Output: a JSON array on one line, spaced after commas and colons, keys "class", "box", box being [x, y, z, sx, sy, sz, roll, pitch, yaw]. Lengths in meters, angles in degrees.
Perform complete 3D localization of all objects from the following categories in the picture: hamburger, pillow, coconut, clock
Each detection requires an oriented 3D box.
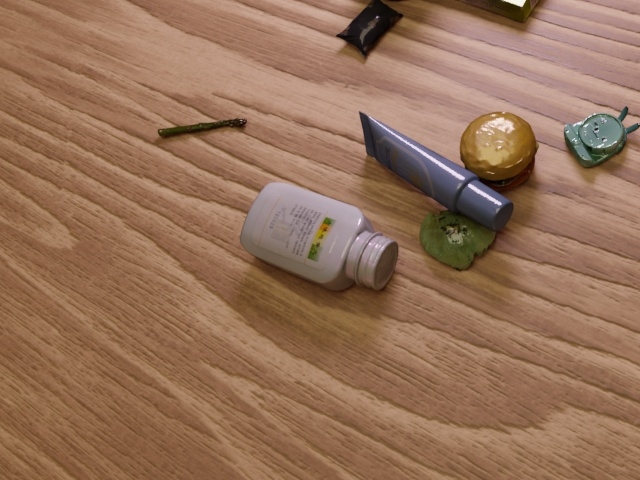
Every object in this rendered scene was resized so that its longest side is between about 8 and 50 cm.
[{"class": "hamburger", "box": [0.365, -0.184, 1.505, 0.162, 0.115, 0.162, -6, 68, 16]}, {"class": "pillow", "box": [0.120, -0.522, 1.776, 0.150, 0.048, 0.090, -47, 58, -6]}, {"class": "coconut", "box": [0.277, -0.007, 1.498, 0.158, 0.055, 0.133, -7, 64, 18]}, {"class": "clock", "box": [0.571, -0.216, 1.486, 0.135, 0.041, 0.101, -27, 62, 7]}]

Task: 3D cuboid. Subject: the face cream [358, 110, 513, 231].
[{"class": "face cream", "box": [0.223, -0.141, 1.515, 0.086, 0.135, 0.385, -41, 56, -18]}]

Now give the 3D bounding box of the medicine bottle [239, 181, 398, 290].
[{"class": "medicine bottle", "box": [0.000, 0.000, 1.558, 0.324, 0.124, 0.179, 20, 77, 28]}]

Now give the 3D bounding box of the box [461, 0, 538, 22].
[{"class": "box", "box": [0.404, -0.631, 1.712, 0.260, 0.062, 0.175, 30, 81, 29]}]

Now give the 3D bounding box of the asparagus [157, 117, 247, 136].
[{"class": "asparagus", "box": [-0.296, -0.286, 1.841, 0.248, 0.024, 0.025, -5, 73, 17]}]
